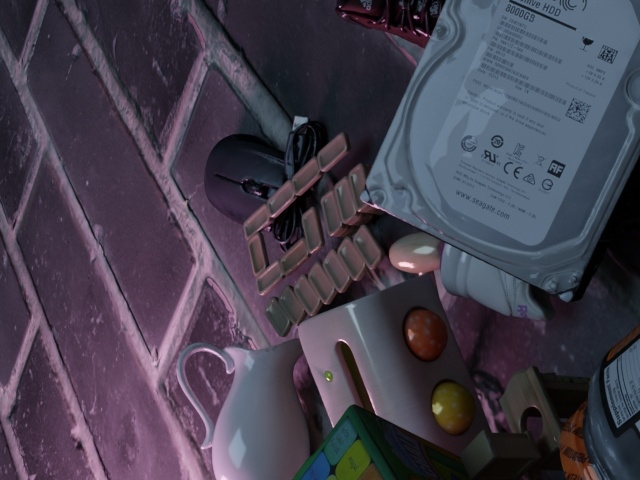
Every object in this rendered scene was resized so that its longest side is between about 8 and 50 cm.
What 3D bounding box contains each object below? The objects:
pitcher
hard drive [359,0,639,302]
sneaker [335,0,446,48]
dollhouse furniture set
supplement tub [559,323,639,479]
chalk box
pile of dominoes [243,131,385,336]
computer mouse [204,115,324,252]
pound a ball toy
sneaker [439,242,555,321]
[{"bbox_3d":[-0.101,0.232,1.807,0.125,0.177,0.207,61,-150,-76],"label":"pitcher"},{"bbox_3d":[0.208,-0.142,1.321,0.237,0.064,0.339,28,99,19],"label":"hard drive"},{"bbox_3d":[0.105,-0.248,1.568,0.281,0.162,0.106,33,112,56],"label":"sneaker"},{"bbox_3d":[0.232,0.133,1.268,0.161,0.182,0.101,-54,41,39],"label":"dollhouse furniture set"},{"bbox_3d":[0.339,0.109,1.066,0.316,0.193,0.194,-49,45,36],"label":"supplement tub"},{"bbox_3d":[0.063,0.278,1.225,0.179,0.289,0.180,-55,28,11],"label":"chalk box"},{"bbox_3d":[0.000,0.000,1.786,0.251,0.040,0.196,-41,51,41],"label":"pile of dominoes"},{"bbox_3d":[-0.097,-0.089,1.955,0.272,0.072,0.189,17,100,58],"label":"computer mouse"},{"bbox_3d":[0.122,0.149,1.462,0.135,0.208,0.319,-23,85,46],"label":"pound a ball toy"},{"bbox_3d":[0.236,-0.063,1.405,0.152,0.114,0.305,27,105,30],"label":"sneaker"}]
